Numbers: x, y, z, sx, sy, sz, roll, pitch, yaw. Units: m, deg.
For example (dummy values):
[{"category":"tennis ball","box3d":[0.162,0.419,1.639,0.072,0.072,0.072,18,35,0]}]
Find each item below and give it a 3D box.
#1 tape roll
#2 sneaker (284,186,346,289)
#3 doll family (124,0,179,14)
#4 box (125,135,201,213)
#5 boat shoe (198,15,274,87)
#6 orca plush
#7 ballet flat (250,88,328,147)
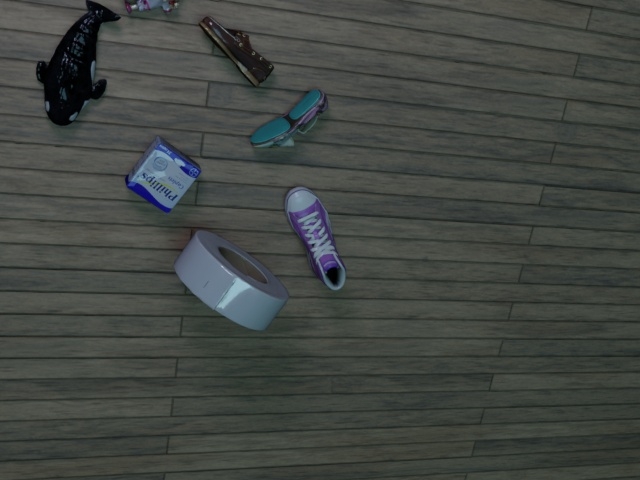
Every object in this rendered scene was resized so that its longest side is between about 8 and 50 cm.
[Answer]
[{"category":"tape roll","box3d":[-0.217,0.097,1.937,0.286,0.286,0.100,34,99,-27]},{"category":"sneaker","box3d":[0.001,0.000,2.040,0.102,0.161,0.282,-27,116,-4]},{"category":"doll family","box3d":[-0.363,-0.608,1.688,0.163,0.118,0.263,-19,116,-10]},{"category":"box","box3d":[-0.379,-0.157,1.897,0.126,0.072,0.137,35,98,-26]},{"category":"boat shoe","box3d":[-0.194,-0.452,1.839,0.073,0.073,0.207,-45,125,2]},{"category":"orca plush","box3d":[-0.529,-0.379,1.738,0.151,0.102,0.287,35,98,-27]},{"category":"ballet flat","box3d":[-0.068,-0.284,1.953,0.221,0.077,0.079,-38,137,-1]}]
